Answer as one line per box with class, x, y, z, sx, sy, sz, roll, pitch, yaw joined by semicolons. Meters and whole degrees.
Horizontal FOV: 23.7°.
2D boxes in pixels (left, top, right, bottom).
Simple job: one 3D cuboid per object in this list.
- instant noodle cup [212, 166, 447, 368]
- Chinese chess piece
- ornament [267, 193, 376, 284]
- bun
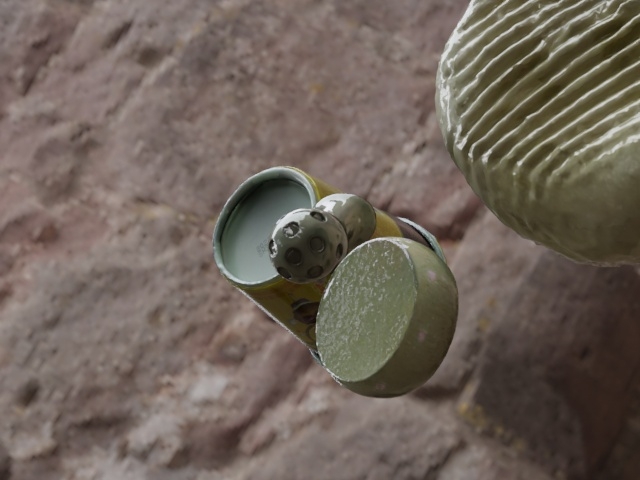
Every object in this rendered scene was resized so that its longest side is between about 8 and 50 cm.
instant noodle cup;0.004;0.026;1.757;0.236;0.215;0.215;36;-98;-47
Chinese chess piece;0.034;0.040;0.777;0.034;0.084;0.084;21;-82;-34
ornament;0.000;0.000;1.490;0.156;0.074;0.081;-38;-58;-68
bun;0.284;-0.146;1.316;0.349;0.352;0.227;-28;-34;23
